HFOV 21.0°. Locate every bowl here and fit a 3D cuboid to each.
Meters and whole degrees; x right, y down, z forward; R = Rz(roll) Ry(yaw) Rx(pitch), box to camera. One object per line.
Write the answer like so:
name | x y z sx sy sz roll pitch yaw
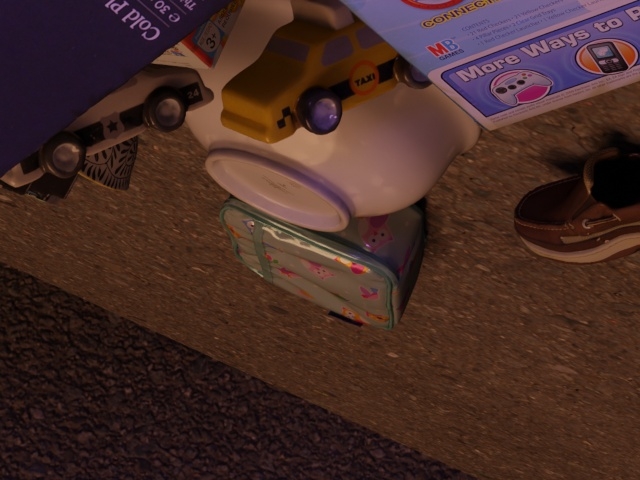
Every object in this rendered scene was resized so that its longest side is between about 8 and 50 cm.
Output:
bowl | -0.015 -0.098 1.568 0.298 0.134 0.298 22 166 6
bowl | -0.254 -0.134 1.856 0.170 0.080 0.170 36 -171 -7

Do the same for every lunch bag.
lunch bag | 0.000 0.000 1.924 0.224 0.108 0.279 21 165 8

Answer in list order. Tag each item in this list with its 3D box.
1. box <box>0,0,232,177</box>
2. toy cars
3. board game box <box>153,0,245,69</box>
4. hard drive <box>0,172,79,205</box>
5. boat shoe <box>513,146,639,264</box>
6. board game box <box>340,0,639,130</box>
box | -0.219 -0.238 0.967 0.343 0.312 0.179 41 -158 -39
toy cars | -0.090 -0.134 1.368 0.394 0.176 0.087 -9 114 15
board game box | -0.177 -0.258 1.243 0.144 0.142 0.275 11 161 39
hard drive | -0.436 -0.163 1.863 0.339 0.064 0.237 25 -165 -29
boat shoe | 0.255 -0.043 1.465 0.257 0.095 0.095 -5 135 49
board game box | 0.132 -0.200 0.860 0.308 0.086 0.302 -17 144 33
